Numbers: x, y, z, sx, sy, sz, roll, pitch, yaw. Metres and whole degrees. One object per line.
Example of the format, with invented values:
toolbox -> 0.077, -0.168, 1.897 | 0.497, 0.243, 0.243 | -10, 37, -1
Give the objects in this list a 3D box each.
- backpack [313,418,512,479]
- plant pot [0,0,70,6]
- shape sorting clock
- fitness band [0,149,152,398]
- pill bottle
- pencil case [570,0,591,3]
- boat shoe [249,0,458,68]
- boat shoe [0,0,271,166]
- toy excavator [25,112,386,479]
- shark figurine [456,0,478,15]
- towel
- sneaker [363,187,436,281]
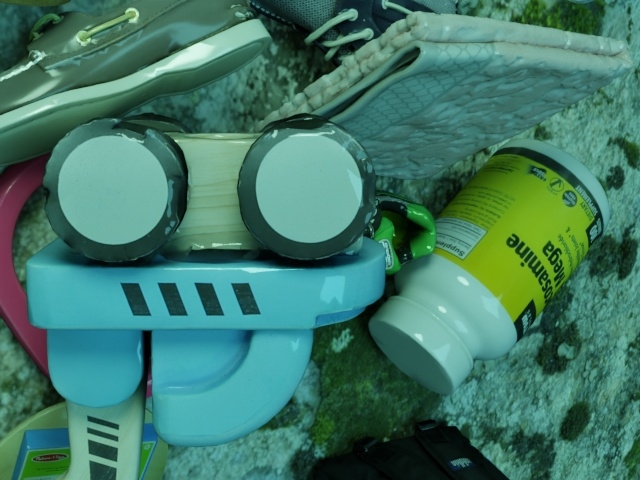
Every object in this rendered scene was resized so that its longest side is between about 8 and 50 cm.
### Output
backpack -> 0.190, 0.432, 1.140 | 0.290, 0.355, 0.274 | -6, 108, -39
plant pot -> -0.242, -0.326, 0.678 | 0.237, 0.237, 0.255 | -5, 122, -38
shape sorting clock -> -0.258, 0.248, 0.911 | 0.206, 0.040, 0.206 | -18, 130, -23
fitness band -> -0.223, 0.036, 0.891 | 0.209, 0.054, 0.291 | -37, 122, -22
pill bottle -> 0.221, 0.036, 1.160 | 0.334, 0.188, 0.188 | -47, 127, -19
pencil case -> 0.448, -0.431, 1.256 | 0.273, 0.124, 0.114 | -26, 78, -33
boat shoe -> 0.038, -0.230, 0.950 | 0.340, 0.127, 0.158 | -2, 80, -39
boat shoe -> -0.203, -0.161, 0.787 | 0.324, 0.116, 0.097 | -27, 89, -21
toy excavator -> -0.160, 0.115, 0.753 | 0.432, 0.222, 0.446 | -1, 99, -4
shark figurine -> 0.172, -0.420, 1.054 | 0.166, 0.116, 0.278 | -23, 131, -70
towel -> 0.115, -0.138, 0.944 | 0.316, 0.331, 0.054 | -4, 76, -38
sneaker -> 0.000, 0.000, 0.969 | 0.343, 0.146, 0.134 | -22, 113, -44
